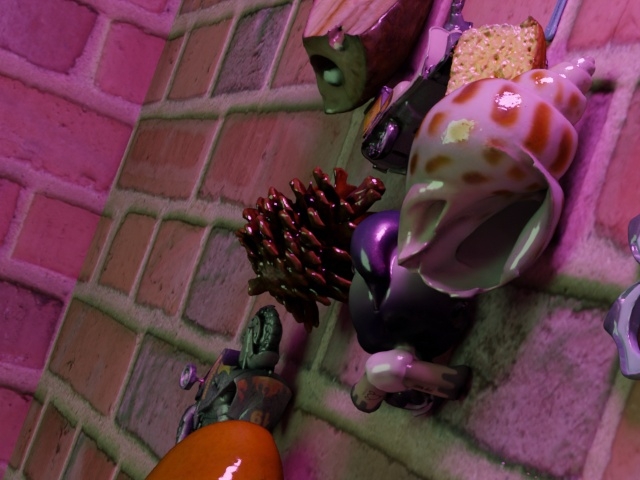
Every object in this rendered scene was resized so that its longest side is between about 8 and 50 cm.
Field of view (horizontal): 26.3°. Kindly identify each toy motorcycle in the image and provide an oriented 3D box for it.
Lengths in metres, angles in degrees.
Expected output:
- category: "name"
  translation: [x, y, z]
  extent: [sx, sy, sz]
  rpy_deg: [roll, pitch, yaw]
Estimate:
- category: "toy motorcycle"
  translation: [-0.126, 0.235, 1.917]
  extent: [0.307, 0.108, 0.173]
  rpy_deg: [-57, 30, 31]
- category: "toy motorcycle"
  translation: [0.135, -0.187, 1.712]
  extent: [0.263, 0.091, 0.157]
  rpy_deg: [-51, 23, 42]

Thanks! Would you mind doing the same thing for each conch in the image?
- category: "conch"
  translation: [0.185, -0.078, 1.417]
  extent: [0.275, 0.183, 0.149]
  rpy_deg: [-52, -5, 23]

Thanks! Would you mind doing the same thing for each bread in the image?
- category: "bread"
  translation: [0.191, -0.161, 1.541]
  extent: [0.103, 0.065, 0.187]
  rpy_deg: [10, 84, 28]

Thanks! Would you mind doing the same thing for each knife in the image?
- category: "knife"
  translation: [0.275, -0.274, 1.571]
  extent: [0.027, 0.010, 0.096]
  rpy_deg: [13, 82, 68]

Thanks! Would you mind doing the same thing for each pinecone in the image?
- category: "pinecone"
  translation: [0.000, 0.001, 1.743]
  extent: [0.212, 0.185, 0.168]
  rpy_deg: [-31, 25, 33]

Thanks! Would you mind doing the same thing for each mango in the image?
- category: "mango"
  translation: [-0.169, 0.428, 1.682]
  extent: [0.300, 0.232, 0.445]
  rpy_deg: [-37, 31, 59]

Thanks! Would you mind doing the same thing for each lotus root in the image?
- category: "lotus root"
  translation: [0.081, -0.305, 1.894]
  extent: [0.210, 0.142, 0.314]
  rpy_deg: [-8, 39, 36]

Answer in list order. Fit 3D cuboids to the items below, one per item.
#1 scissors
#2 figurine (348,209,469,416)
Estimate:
- category: "scissors"
  translation: [0.351, 0.025, 1.092]
  extent: [0.360, 0.029, 0.191]
  rpy_deg: [-7, 62, 66]
- category: "figurine"
  translation: [0.084, 0.074, 1.521]
  extent: [0.145, 0.145, 0.222]
  rpy_deg: [-40, 40, 50]
